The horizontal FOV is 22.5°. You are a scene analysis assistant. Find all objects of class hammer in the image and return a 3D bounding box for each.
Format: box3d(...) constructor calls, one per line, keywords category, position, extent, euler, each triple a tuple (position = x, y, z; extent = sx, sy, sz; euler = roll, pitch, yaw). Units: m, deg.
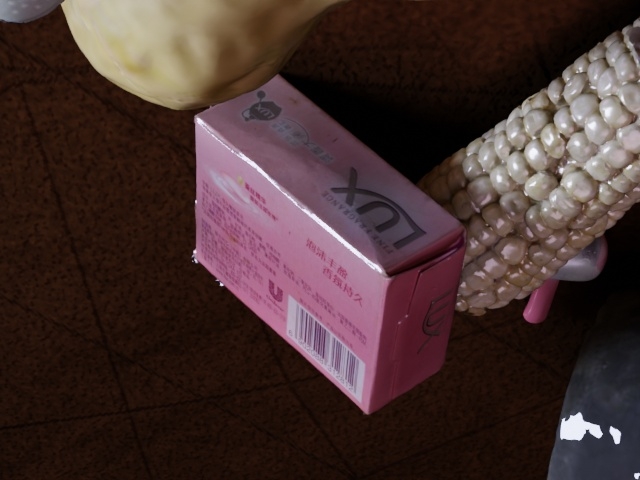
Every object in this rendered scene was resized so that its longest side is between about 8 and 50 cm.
box3d(category="hammer", position=(0.127, 0.022, 0.896), extent=(0.053, 0.031, 0.083), euler=(9, 142, 0))

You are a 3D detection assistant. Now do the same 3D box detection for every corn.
box3d(category="corn", position=(0.123, -0.041, 0.793), extent=(0.087, 0.087, 0.211), euler=(30, 129, -23))

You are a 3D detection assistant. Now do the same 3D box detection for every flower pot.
box3d(category="flower pot", position=(0.210, 0.111, 0.873), extent=(0.148, 0.235, 0.235), euler=(15, 139, 20))

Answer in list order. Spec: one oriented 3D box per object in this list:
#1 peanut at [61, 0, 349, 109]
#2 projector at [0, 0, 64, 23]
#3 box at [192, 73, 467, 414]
box3d(category="peanut", position=(0.018, -0.153, 0.651), extent=(0.319, 0.147, 0.147), euler=(-34, 123, 30))
box3d(category="projector", position=(-0.112, -0.225, 0.562), extent=(0.163, 0.177, 0.242), euler=(21, 133, -17))
box3d(category="box", position=(0.000, 0.000, 0.809), extent=(0.156, 0.060, 0.111), euler=(40, 147, 28))
